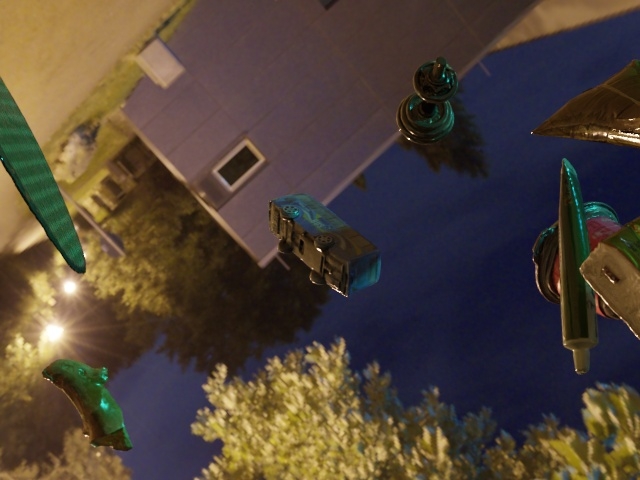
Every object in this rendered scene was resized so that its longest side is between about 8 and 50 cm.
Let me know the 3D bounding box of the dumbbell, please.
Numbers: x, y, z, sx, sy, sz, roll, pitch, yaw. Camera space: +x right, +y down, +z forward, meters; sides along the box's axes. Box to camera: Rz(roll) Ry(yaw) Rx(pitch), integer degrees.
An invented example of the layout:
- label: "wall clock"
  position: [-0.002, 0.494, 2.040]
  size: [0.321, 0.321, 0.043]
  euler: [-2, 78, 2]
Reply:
- label: "dumbbell"
  position: [0.199, -0.258, 1.356]
  size: [0.110, 0.110, 0.254]
  euler: [-44, 169, -11]

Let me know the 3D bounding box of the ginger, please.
- label: "ginger"
  position: [-0.265, 0.193, 0.882]
  size: [0.057, 0.137, 0.044]
  euler: [-33, 180, 22]

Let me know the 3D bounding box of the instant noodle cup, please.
- label: "instant noodle cup"
  position: [0.638, 0.063, 1.689]
  size: [0.181, 0.302, 0.258]
  euler: [40, -55, 52]

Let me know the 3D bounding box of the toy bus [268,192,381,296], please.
- label: "toy bus"
  position: [0.001, 0.002, 1.235]
  size: [0.094, 0.079, 0.236]
  euler: [-12, -146, -30]

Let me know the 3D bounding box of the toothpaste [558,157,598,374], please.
- label: "toothpaste"
  position: [0.463, 0.045, 1.374]
  size: [0.061, 0.099, 0.392]
  euler: [-8, -109, 30]

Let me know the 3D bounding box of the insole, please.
- label: "insole"
  position: [-0.159, -0.099, 0.327]
  size: [0.005, 0.253, 0.086]
  euler: [-26, -173, -7]

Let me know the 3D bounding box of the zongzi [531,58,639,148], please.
- label: "zongzi"
  position: [0.394, -0.151, 1.042]
  size: [0.184, 0.084, 0.187]
  euler: [-26, -150, 19]

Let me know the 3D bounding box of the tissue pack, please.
- label: "tissue pack"
  position: [0.501, 0.044, 1.047]
  size: [0.226, 0.183, 0.092]
  euler: [-23, 148, -30]
